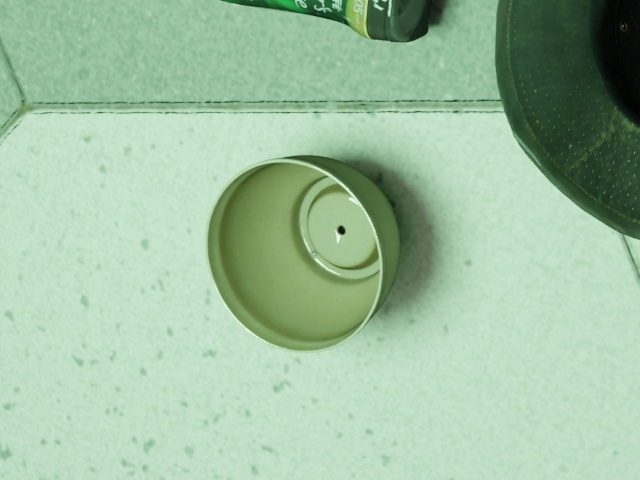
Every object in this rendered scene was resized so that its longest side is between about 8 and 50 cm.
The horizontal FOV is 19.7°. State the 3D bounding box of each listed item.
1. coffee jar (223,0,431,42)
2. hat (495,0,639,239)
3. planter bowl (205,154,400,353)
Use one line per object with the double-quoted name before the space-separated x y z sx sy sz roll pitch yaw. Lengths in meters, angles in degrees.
"coffee jar" 0.005 -0.220 1.476 0.184 0.079 0.096 17 112 22
"hat" 0.283 -0.158 1.317 0.331 0.134 0.331 -1 88 18
"planter bowl" 0.000 0.000 1.525 0.162 0.109 0.162 8 108 25
